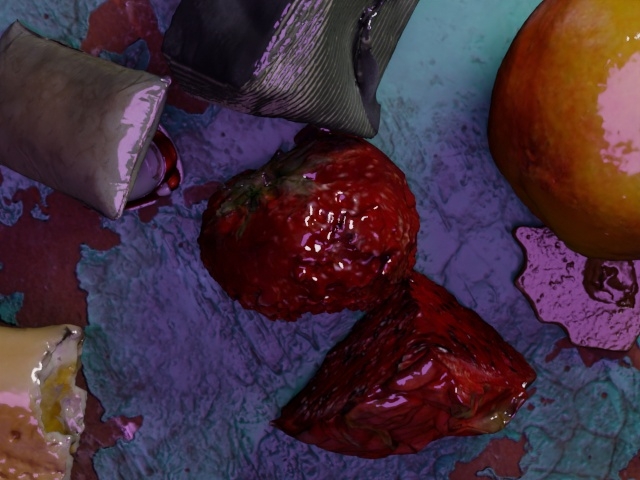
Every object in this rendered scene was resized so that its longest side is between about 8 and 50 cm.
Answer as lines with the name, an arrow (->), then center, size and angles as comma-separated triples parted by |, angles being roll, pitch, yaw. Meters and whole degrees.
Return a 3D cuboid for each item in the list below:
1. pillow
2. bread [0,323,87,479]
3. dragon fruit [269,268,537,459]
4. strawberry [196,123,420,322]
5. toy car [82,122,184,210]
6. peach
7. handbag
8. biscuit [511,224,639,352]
pillow -> -0.317, -0.154, 1.701 | 0.302, 0.075, 0.185 | 23, 96, 35
bread -> -0.483, 0.257, 1.732 | 0.394, 0.250, 0.361 | 7, 95, 3
dragon fruit -> 0.115, 0.218, 1.690 | 0.228, 0.329, 0.286 | 43, 94, -12
strawberry -> 0.000, 0.000, 1.706 | 0.274, 0.274, 0.220 | -32, 120, 4
toy car -> -0.249, -0.088, 1.748 | 0.139, 0.112, 0.112 | -26, 97, 3
peach -> 0.379, -0.162, 1.652 | 0.373, 0.290, 0.372 | 0, 95, -4
handbag -> -0.006, -0.285, 1.633 | 0.240, 0.247, 0.340 | 26, 92, -44
biscuit -> 0.342, 0.038, 1.805 | 0.215, 0.034, 0.182 | 32, 95, -2
